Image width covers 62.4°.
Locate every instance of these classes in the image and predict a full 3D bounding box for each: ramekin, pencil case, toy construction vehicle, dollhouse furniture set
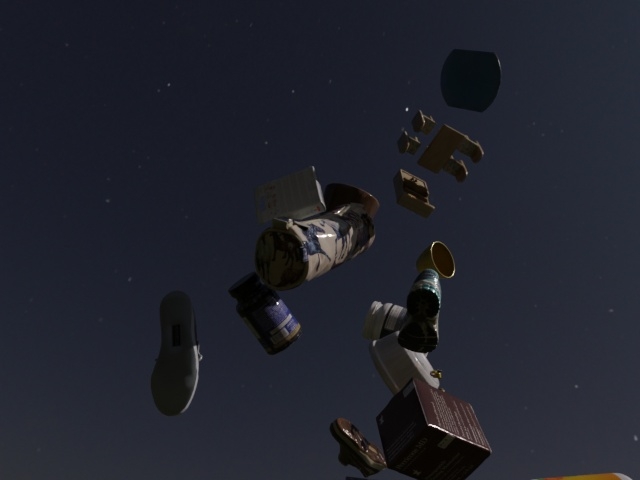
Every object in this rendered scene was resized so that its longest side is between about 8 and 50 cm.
[{"bbox_3d":[0.290,0.430,1.794,0.127,0.273,0.273,-36,-55,9],"label":"ramekin"},{"bbox_3d":[0.000,0.000,1.452,0.160,0.410,0.183,27,-65,24],"label":"pencil case"},{"bbox_3d":[0.330,0.416,1.520,0.035,0.085,0.098,3,-7,1],"label":"toy construction vehicle"},{"bbox_3d":[0.325,-0.215,1.550,0.212,0.161,0.242,25,-59,-14],"label":"dollhouse furniture set"}]

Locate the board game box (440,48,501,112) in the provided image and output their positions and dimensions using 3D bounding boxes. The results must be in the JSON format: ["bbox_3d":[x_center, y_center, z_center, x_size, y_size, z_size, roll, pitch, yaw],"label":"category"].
[{"bbox_3d":[0.359,-0.377,1.245,0.169,0.033,0.133,28,-57,46],"label":"board game box"}]

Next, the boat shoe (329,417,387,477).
[{"bbox_3d":[0.090,0.589,1.465,0.095,0.095,0.257,-37,-60,5],"label":"boat shoe"}]

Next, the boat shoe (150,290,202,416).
[{"bbox_3d":[-0.353,0.283,1.312,0.113,0.306,0.105,-11,-28,-3],"label":"boat shoe"}]

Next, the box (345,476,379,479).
[{"bbox_3d":[0.150,0.709,1.434,0.148,0.077,0.180,9,-12,-5],"label":"box"}]

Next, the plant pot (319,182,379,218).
[{"bbox_3d":[0.080,-0.060,1.954,0.215,0.230,0.215,19,-16,6],"label":"plant pot"}]

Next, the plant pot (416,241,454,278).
[{"bbox_3d":[0.396,0.082,1.873,0.134,0.134,0.095,38,-43,-27],"label":"plant pot"}]

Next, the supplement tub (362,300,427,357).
[{"bbox_3d":[0.332,0.376,2.224,0.272,0.191,0.191,17,-36,19],"label":"supplement tub"}]

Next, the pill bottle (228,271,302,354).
[{"bbox_3d":[-0.158,0.201,1.480,0.123,0.123,0.219,-26,-78,39],"label":"pill bottle"}]

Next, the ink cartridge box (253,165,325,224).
[{"bbox_3d":[-0.084,-0.109,1.407,0.179,0.145,0.045,-21,-42,10],"label":"ink cartridge box"}]

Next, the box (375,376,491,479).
[{"bbox_3d":[0.279,0.490,1.335,0.203,0.167,0.168,27,-68,-18],"label":"box"}]

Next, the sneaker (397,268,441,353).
[{"bbox_3d":[0.287,0.199,1.457,0.110,0.122,0.283,15,-47,12],"label":"sneaker"}]

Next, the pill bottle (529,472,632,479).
[{"bbox_3d":[0.523,0.512,0.988,0.246,0.136,0.136,-4,-40,-1],"label":"pill bottle"}]
